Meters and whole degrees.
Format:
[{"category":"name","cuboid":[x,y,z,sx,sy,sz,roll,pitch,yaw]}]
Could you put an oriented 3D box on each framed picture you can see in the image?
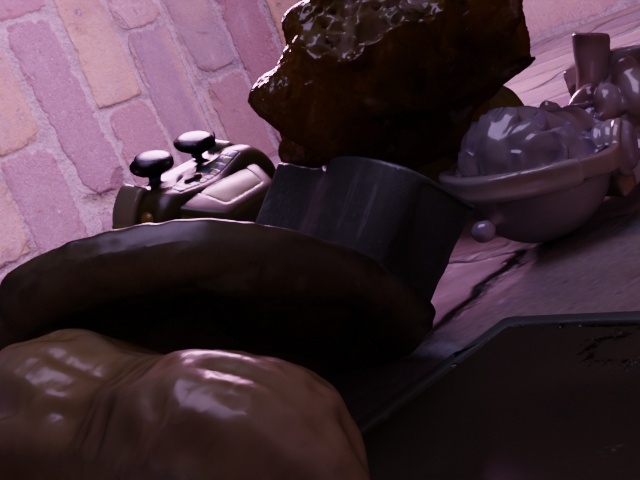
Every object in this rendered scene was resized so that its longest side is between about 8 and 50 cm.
[{"category":"framed picture","cuboid":[0.116,0.088,0.476,0.216,0.016,0.273,-31,11,-30]}]

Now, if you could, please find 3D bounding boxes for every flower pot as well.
[{"category":"flower pot","cuboid":[0.023,0.002,0.797,0.229,0.103,0.108,8,75,67]}]

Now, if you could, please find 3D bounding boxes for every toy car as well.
[{"category":"toy car","cuboid":[-0.135,-0.029,1.331,0.198,0.204,0.248,12,32,33]}]

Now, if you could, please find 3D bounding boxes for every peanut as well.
[{"category":"peanut","cuboid":[-0.089,0.112,0.476,0.149,0.149,0.313,-32,16,-37]}]

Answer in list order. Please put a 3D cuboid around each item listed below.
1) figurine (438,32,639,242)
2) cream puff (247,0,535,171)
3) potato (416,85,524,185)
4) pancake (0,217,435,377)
[{"category":"figurine","cuboid":[0.196,-0.081,0.816,0.236,0.141,0.162,-30,17,-28]},{"category":"cream puff","cuboid":[0.072,-0.163,0.875,0.241,0.155,0.269,1,-40,-48]},{"category":"potato","cuboid":[0.148,-0.101,1.069,0.137,0.155,0.200,18,-13,-19]},{"category":"pancake","cuboid":[-0.067,0.058,0.623,0.294,0.049,0.294,-5,-19,-2]}]
